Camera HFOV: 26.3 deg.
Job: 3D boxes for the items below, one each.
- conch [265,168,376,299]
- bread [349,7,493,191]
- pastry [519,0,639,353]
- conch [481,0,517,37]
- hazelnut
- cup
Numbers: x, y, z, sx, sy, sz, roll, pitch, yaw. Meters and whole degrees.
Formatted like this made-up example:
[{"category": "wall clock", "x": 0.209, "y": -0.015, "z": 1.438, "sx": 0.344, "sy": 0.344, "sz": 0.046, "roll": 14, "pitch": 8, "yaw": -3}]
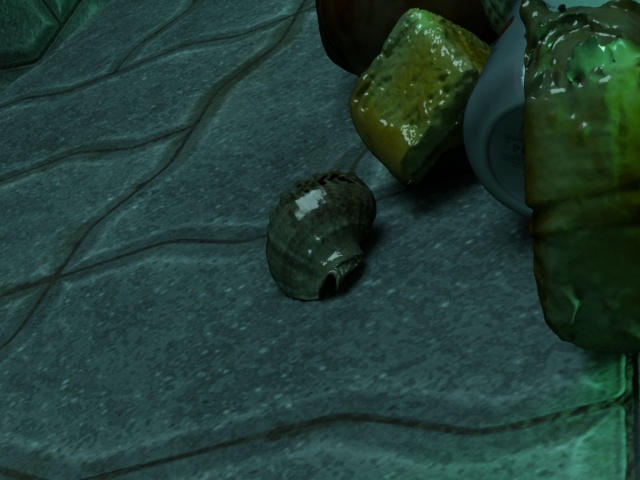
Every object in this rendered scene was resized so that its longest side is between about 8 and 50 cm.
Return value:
[{"category": "conch", "x": 0.000, "y": 0.000, "z": 1.664, "sx": 0.155, "sy": 0.130, "sz": 0.207, "roll": -51, "pitch": 33, "yaw": 33}, {"category": "bread", "x": 0.129, "y": -0.180, "z": 1.756, "sx": 0.204, "sy": 0.162, "sz": 0.262, "roll": -57, "pitch": -1, "yaw": 17}, {"category": "pastry", "x": 0.256, "y": -0.058, "z": 1.209, "sx": 0.136, "sy": 0.330, "sz": 0.330, "roll": -4, "pitch": 28, "yaw": 15}, {"category": "conch", "x": 0.319, "y": -0.328, "z": 1.756, "sx": 0.319, "sy": 0.215, "sz": 0.303, "roll": 10, "pitch": -10, "yaw": -16}, {"category": "hazelnut", "x": 0.145, "y": -0.414, "z": 2.121, "sx": 0.365, "sy": 0.366, "sz": 0.366, "roll": -22, "pitch": 23, "yaw": 10}, {"category": "cup", "x": 0.285, "y": -0.169, "z": 1.535, "sx": 0.212, "sy": 0.212, "sz": 0.317, "roll": -13, "pitch": 26, "yaw": 29}]
